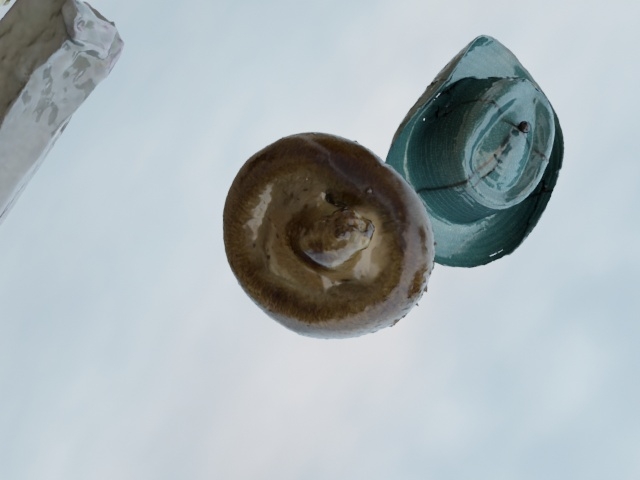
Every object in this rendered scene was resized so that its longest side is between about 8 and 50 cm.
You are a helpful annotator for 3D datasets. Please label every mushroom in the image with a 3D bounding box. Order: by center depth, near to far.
[{"bbox_3d":[0.005,-0.003,1.026,0.085,0.126,0.109,-33,173,-41],"label":"mushroom"}]

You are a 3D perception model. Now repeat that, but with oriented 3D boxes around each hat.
[{"bbox_3d":[0.127,-0.071,1.361,0.078,0.138,0.191,-10,-135,56],"label":"hat"}]

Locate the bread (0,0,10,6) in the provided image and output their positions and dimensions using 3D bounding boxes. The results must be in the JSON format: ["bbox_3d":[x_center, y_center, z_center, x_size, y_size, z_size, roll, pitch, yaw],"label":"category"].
[{"bbox_3d":[-0.233,-0.151,1.083,0.140,0.169,0.160,-18,-132,44],"label":"bread"}]

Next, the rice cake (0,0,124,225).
[{"bbox_3d":[-0.176,-0.004,0.815,0.049,0.055,0.270,49,-67,30],"label":"rice cake"}]
